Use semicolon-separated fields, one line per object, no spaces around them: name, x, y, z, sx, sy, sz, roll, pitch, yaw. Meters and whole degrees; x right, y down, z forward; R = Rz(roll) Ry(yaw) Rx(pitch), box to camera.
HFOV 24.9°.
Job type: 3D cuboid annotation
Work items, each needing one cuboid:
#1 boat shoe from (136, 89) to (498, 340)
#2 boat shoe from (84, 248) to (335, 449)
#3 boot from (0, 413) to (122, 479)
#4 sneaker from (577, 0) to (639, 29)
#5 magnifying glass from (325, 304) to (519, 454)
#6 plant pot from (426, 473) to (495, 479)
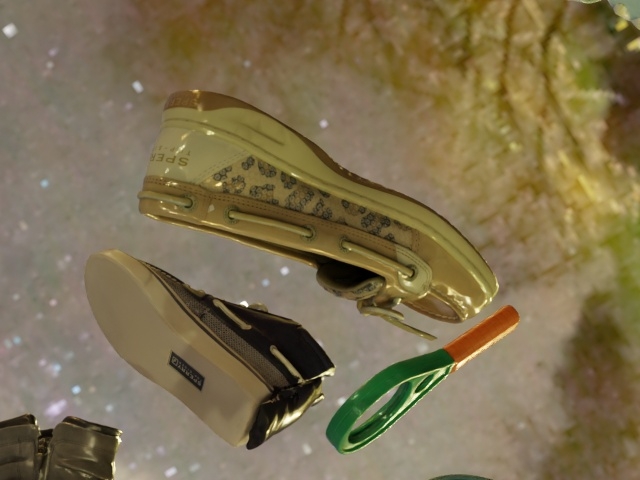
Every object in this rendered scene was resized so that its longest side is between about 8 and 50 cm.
boat shoe;0.000;0.000;0.978;0.285;0.105;0.089;29;-108;-29
boat shoe;-0.136;0.116;1.802;0.340;0.127;0.158;42;-141;25
boot;-0.376;0.319;1.639;0.118;0.338;0.222;57;-154;-72
sneaker;0.236;-0.171;0.991;0.127;0.208;0.319;-49;-59;-38
magnifying glass;0.093;0.117;1.288;0.231;0.092;0.026;-28;-118;-34
plant pot;0.161;0.462;1.719;0.272;0.255;0.271;18;-145;-13
